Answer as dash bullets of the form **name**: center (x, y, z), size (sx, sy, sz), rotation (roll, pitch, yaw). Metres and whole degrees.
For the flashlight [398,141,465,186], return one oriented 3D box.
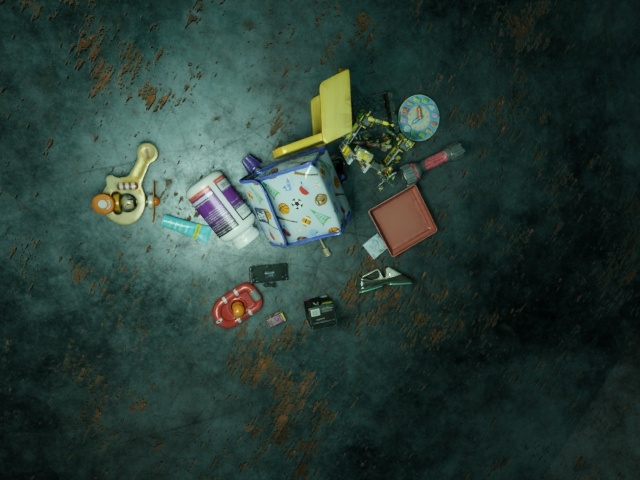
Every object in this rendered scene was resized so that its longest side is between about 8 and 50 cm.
- **flashlight**: center (0.515, -0.356, 1.923), size (0.304, 0.103, 0.103), rotation (-25, 69, 0)

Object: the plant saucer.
- **plant saucer**: center (0.386, -0.094, 1.978), size (0.259, 0.048, 0.258), rotation (-31, 103, -5)

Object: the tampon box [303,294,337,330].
- **tampon box**: center (-0.003, 0.328, 1.921), size (0.121, 0.161, 0.101), rotation (-11, 101, -9)

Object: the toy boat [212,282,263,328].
- **toy boat**: center (-0.370, 0.300, 1.858), size (0.231, 0.151, 0.151), rotation (-34, 103, -3)

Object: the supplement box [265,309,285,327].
- **supplement box**: center (-0.208, 0.365, 1.947), size (0.083, 0.055, 0.043), rotation (-25, 101, -6)

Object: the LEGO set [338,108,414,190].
- **LEGO set**: center (0.247, -0.383, 1.778), size (0.331, 0.192, 0.255), rotation (32, 113, -31)

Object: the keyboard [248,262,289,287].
- **keyboard**: center (-0.235, 0.164, 1.912), size (0.180, 0.023, 0.108), rotation (-5, 94, -18)

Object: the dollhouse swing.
- **dollhouse swing**: center (-0.055, -0.499, 1.683), size (0.305, 0.347, 0.315), rotation (-5, 100, -5)

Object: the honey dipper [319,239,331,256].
- **honey dipper**: center (0.000, 0.000, 1.936), size (0.031, 0.030, 0.160), rotation (-30, 101, -4)

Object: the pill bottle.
- **pill bottle**: center (-0.404, -0.123, 1.766), size (0.182, 0.181, 0.323), rotation (-36, 103, -2)

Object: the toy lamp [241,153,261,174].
- **toy lamp**: center (-0.232, -0.262, 1.827), size (0.275, 0.080, 0.080), rotation (44, 90, -14)

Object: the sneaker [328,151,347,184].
- **sneaker**: center (0.024, -0.243, 1.821), size (0.128, 0.182, 0.315), rotation (22, 95, -11)

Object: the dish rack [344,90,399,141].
- **dish rack**: center (0.215, -0.545, 1.863), size (0.272, 0.074, 0.208), rotation (-14, 100, -6)

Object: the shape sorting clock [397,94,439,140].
- **shape sorting clock**: center (0.452, -0.561, 1.915), size (0.206, 0.040, 0.206), rotation (-2, 100, -9)

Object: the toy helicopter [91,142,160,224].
- **toy helicopter**: center (-0.749, -0.227, 1.715), size (0.235, 0.140, 0.355), rotation (25, 92, -15)

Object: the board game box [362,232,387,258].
- **board game box**: center (0.261, 0.027, 1.990), size (0.090, 0.020, 0.090), rotation (-40, 104, -2)

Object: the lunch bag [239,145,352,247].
- **lunch bag**: center (-0.115, -0.157, 1.706), size (0.386, 0.239, 0.327), rotation (-11, 114, 26)

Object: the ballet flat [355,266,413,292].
- **ballet flat**: center (0.303, 0.181, 1.989), size (0.281, 0.095, 0.096), rotation (-9, 89, -8)

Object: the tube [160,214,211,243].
- **tube**: center (-0.583, -0.055, 1.819), size (0.207, 0.052, 0.080), rotation (19, 107, -18)
